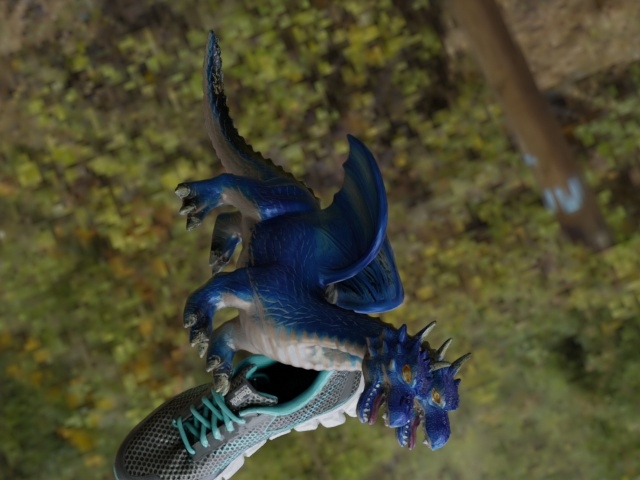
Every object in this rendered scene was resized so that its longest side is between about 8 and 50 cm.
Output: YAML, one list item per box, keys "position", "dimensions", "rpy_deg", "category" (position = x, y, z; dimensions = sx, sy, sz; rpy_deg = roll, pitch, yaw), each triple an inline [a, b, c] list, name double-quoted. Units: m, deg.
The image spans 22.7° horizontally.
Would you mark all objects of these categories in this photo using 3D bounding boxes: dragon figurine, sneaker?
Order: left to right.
- position: [-0.049, 0.096, 0.930]
  dimensions: [0.166, 0.065, 0.076]
  rpy_deg: [-28, 158, -4]
  category: "sneaker"
- position: [0.000, 0.000, 0.887]
  dimensions: [0.144, 0.289, 0.085]
  rpy_deg: [-11, 140, 7]
  category: "dragon figurine"
